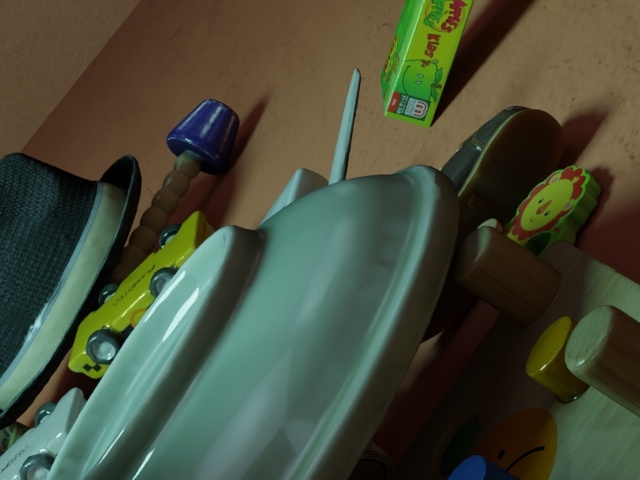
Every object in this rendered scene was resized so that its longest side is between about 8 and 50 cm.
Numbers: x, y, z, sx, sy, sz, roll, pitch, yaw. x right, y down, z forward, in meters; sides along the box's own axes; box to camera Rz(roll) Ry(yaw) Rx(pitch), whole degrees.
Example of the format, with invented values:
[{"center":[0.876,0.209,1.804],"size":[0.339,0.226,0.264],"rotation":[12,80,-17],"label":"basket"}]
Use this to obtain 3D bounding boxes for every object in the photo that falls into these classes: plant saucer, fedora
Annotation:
[{"center":[-0.072,0.104,1.099],"size":[0.400,0.100,0.400],"rotation":[-53,11,16],"label":"plant saucer"},{"center":[-0.326,0.029,1.958],"size":[0.334,0.152,0.334],"rotation":[-52,18,25],"label":"fedora"}]

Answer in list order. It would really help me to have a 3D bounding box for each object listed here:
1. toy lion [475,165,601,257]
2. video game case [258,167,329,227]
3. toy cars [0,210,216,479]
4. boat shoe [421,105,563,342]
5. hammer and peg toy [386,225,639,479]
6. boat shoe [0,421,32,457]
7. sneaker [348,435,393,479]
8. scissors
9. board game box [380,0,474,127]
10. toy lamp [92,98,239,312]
[{"center":[0.149,-0.007,1.248],"size":[0.096,0.034,0.100],"rotation":[-39,21,19],"label":"toy lion"},{"center":[-0.100,0.138,1.504],"size":[0.300,0.036,0.329],"rotation":[-54,13,40],"label":"video game case"},{"center":[-0.208,0.150,1.751],"size":[0.393,0.087,0.176],"rotation":[-56,18,-17],"label":"toy cars"},{"center":[0.095,-0.008,1.322],"size":[0.207,0.073,0.073],"rotation":[-49,15,-9],"label":"boat shoe"},{"center":[0.070,0.178,0.930],"size":[0.361,0.127,0.266],"rotation":[-56,17,2],"label":"hammer and peg toy"},{"center":[-0.381,0.283,1.955],"size":[0.104,0.089,0.285],"rotation":[-44,19,26],"label":"boat shoe"},{"center":[-0.024,0.221,1.195],"size":[0.225,0.088,0.093],"rotation":[-53,38,1],"label":"sneaker"},{"center":[0.000,0.000,1.393],"size":[0.109,0.021,0.297],"rotation":[120,161,-44],"label":"scissors"},{"center":[0.100,-0.200,1.608],"size":[0.092,0.043,0.181],"rotation":[-91,18,-64],"label":"board game box"},{"center":[-0.175,-0.035,2.065],"size":[0.274,0.080,0.080],"rotation":[-61,19,-17],"label":"toy lamp"}]
